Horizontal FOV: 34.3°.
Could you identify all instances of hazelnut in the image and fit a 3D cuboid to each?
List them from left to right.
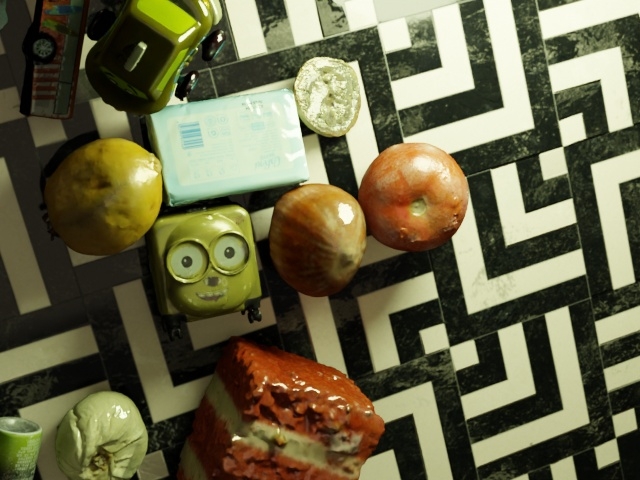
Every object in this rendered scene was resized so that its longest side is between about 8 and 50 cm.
[{"bbox_3d":[0.000,0.000,1.884,0.176,0.214,0.214,-13,104,-32],"label":"hazelnut"}]

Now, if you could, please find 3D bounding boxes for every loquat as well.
[{"bbox_3d":[-0.372,-0.072,1.768,0.234,0.187,0.176,-37,136,7],"label":"loquat"}]

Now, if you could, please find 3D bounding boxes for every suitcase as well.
[{"bbox_3d":[-0.209,0.046,1.857,0.194,0.143,0.234,-11,102,-15],"label":"suitcase"}]

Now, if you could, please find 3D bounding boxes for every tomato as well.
[{"bbox_3d":[0.172,-0.082,1.931,0.208,0.184,0.208,-1,106,-3],"label":"tomato"}]

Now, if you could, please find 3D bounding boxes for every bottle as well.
[{"bbox_3d":[-0.572,0.485,1.847,0.093,0.093,0.330,11,96,-19],"label":"bottle"}]

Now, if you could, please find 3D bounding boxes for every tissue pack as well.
[{"bbox_3d":[-0.166,-0.166,1.847,0.263,0.089,0.177,-11,89,-19],"label":"tissue pack"}]

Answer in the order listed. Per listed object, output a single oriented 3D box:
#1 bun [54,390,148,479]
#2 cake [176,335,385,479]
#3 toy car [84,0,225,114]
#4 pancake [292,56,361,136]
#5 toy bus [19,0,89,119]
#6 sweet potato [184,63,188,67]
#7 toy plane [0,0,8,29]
[{"bbox_3d":[-0.395,0.369,1.874,0.164,0.111,0.188,35,85,-23],"label":"bun"},{"bbox_3d":[-0.082,0.380,1.894,0.270,0.270,0.319,21,94,-20],"label":"cake"},{"bbox_3d":[-0.283,-0.316,1.681,0.204,0.198,0.248,34,114,-10],"label":"toy car"},{"bbox_3d":[0.014,-0.265,1.913,0.158,0.028,0.158,-1,91,-37],"label":"pancake"},{"bbox_3d":[-0.436,-0.407,1.731,0.092,0.093,0.408,7,99,-27],"label":"toy bus"},{"bbox_3d":[-0.266,-0.483,1.769,0.109,0.109,0.385,-17,110,-14],"label":"sweet potato"},{"bbox_3d":[-0.633,-0.379,1.694,0.235,0.060,0.096,11,83,-15],"label":"toy plane"}]
